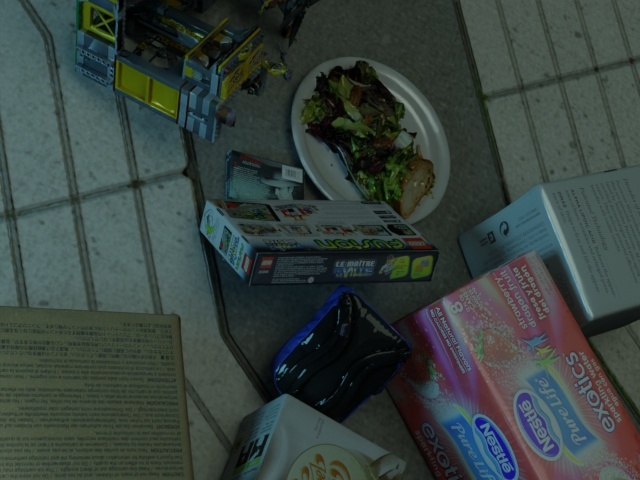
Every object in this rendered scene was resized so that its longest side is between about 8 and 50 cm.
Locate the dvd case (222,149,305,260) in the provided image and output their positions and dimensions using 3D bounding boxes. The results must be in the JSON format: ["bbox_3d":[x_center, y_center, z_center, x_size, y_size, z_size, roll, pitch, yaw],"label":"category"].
[{"bbox_3d":[-0.056,-0.027,1.417,0.087,0.013,0.119,13,65,-27],"label":"dvd case"}]

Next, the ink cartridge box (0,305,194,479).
[{"bbox_3d":[-0.231,0.158,1.184,0.235,0.088,0.193,5,68,-30],"label":"ink cartridge box"}]

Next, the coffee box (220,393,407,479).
[{"bbox_3d":[-0.034,0.282,1.242,0.141,0.098,0.246,32,56,-16],"label":"coffee box"}]

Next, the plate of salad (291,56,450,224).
[{"bbox_3d":[0.061,-0.111,1.503,0.200,0.048,0.199,12,64,-26],"label":"plate of salad"}]

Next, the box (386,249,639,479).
[{"bbox_3d":[0.197,0.183,1.393,0.142,0.154,0.299,-25,84,-36],"label":"box"}]

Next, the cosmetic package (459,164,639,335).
[{"bbox_3d":[0.281,0.022,1.515,0.184,0.151,0.151,-12,76,-35],"label":"cosmetic package"}]

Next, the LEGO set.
[{"bbox_3d":[-0.084,-0.255,1.346,0.192,0.255,0.331,28,41,14],"label":"LEGO set"}]

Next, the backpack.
[{"bbox_3d":[0.015,0.117,1.347,0.098,0.101,0.120,43,86,-4],"label":"backpack"}]

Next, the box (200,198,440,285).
[{"bbox_3d":[0.000,0.000,1.367,0.207,0.036,0.114,0,28,-31],"label":"box"}]
